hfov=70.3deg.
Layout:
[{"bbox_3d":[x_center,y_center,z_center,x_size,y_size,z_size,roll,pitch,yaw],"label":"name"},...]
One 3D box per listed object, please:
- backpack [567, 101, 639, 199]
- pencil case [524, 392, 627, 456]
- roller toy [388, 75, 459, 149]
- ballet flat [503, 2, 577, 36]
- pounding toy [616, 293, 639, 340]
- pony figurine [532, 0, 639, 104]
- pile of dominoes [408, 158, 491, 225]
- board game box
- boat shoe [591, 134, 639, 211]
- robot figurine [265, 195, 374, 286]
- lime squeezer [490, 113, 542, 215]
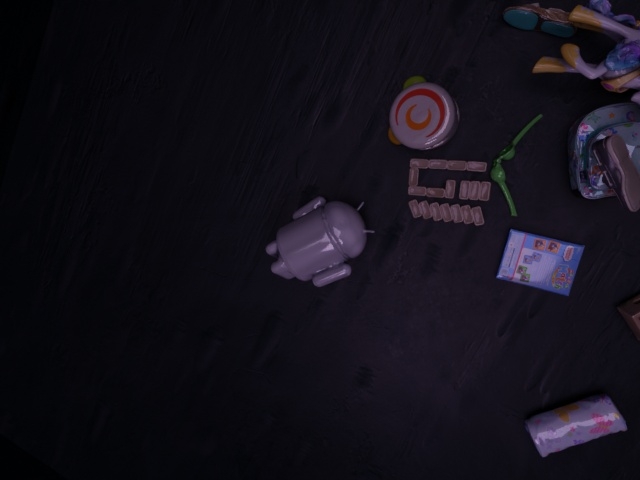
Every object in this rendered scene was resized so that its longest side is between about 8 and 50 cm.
[{"bbox_3d":[0.807,-0.246,1.246,0.226,0.191,0.253,-6,90,16],"label":"backpack"},{"bbox_3d":[0.774,0.565,1.385,0.273,0.113,0.124,-29,98,16],"label":"pencil case"},{"bbox_3d":[0.315,-0.367,1.370,0.191,0.146,0.209,30,109,18],"label":"roller toy"},{"bbox_3d":[0.633,-0.641,1.306,0.207,0.073,0.067,22,74,8],"label":"ballet flat"},{"bbox_3d":[1.003,0.235,1.302,0.181,0.094,0.206,-35,97,11],"label":"pounding toy"},{"bbox_3d":[0.795,-0.473,1.141,0.364,0.303,0.351,40,84,21],"label":"pony figurine"},{"bbox_3d":[0.405,-0.156,1.442,0.252,0.040,0.195,8,99,22],"label":"pile of dominoes"},{"bbox_3d":[0.666,0.064,1.389,0.212,0.039,0.159,15,100,13],"label":"board game box"},{"bbox_3d":[0.755,-0.168,1.157,0.075,0.065,0.205,-30,100,-22],"label":"boat shoe"},{"bbox_3d":[0.000,0.000,1.467,0.354,0.200,0.299,-26,66,16],"label":"robot figurine"},{"bbox_3d":[0.577,-0.234,1.367,0.110,0.059,0.309,13,99,13],"label":"lime squeezer"}]
